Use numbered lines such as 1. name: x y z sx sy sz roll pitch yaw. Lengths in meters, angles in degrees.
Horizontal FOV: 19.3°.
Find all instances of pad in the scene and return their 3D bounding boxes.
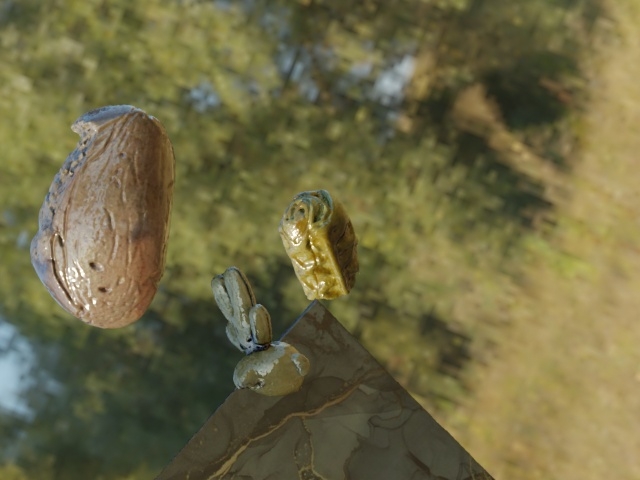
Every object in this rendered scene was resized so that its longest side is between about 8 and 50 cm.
1. pad: 0.042 0.259 1.491 0.247 0.367 0.007 -47 14 -15

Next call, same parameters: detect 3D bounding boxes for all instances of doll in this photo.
1. doll: -0.043 0.065 1.316 0.061 0.051 0.093 144 116 -63

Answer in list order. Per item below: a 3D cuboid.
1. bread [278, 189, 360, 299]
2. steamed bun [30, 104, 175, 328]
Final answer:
1. bread: 0.000 0.000 1.717 0.060 0.066 0.110 -120 6 -46
2. steamed bun: -0.168 -0.020 1.457 0.145 0.106 0.175 -129 48 -83
